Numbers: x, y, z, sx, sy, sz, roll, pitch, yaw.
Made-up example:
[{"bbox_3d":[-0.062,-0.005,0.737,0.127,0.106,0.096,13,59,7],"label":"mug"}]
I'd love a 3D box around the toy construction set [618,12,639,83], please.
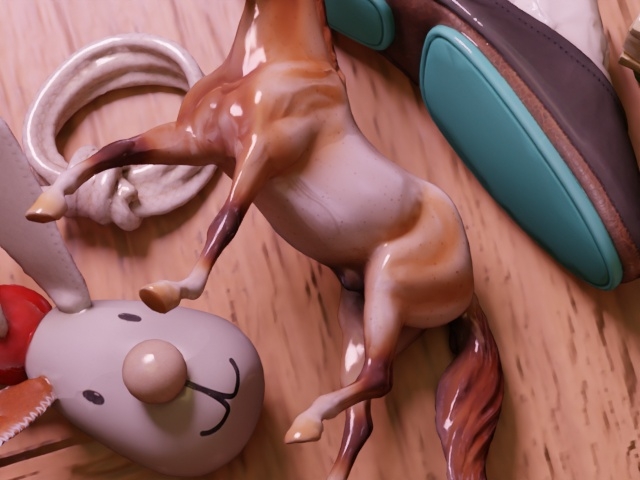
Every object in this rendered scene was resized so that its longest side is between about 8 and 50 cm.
[{"bbox_3d":[0.264,-0.077,0.807,0.328,0.151,0.215,25,81,21],"label":"toy construction set"}]

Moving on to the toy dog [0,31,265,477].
[{"bbox_3d":[-0.198,0.009,0.815,0.334,0.161,0.220,-5,78,4],"label":"toy dog"}]

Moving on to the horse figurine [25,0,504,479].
[{"bbox_3d":[0.000,0.000,0.810,0.263,0.066,0.174,49,54,-18],"label":"horse figurine"}]

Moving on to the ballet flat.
[{"bbox_3d":[0.060,-0.103,0.853,0.280,0.095,0.096,44,73,12],"label":"ballet flat"}]
